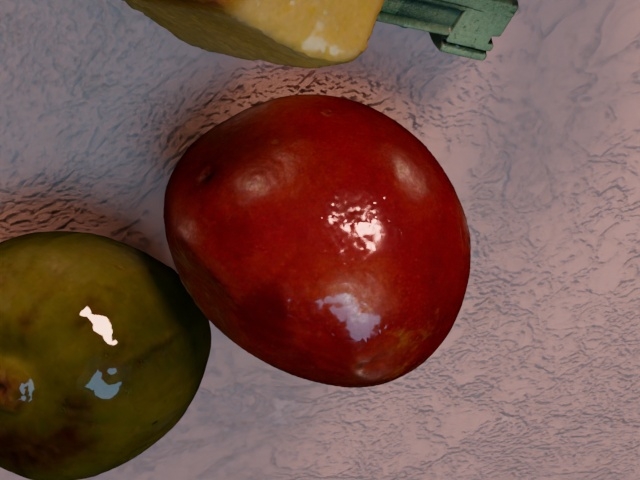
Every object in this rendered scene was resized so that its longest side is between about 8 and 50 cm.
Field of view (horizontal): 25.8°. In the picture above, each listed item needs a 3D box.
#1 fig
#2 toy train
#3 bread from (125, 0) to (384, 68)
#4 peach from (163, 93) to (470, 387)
[{"bbox_3d":[-0.187,0.081,1.110,0.225,0.203,0.203,-33,159,-56],"label":"fig"},{"bbox_3d":[0.070,-0.194,1.006,0.170,0.071,0.111,8,136,-25],"label":"toy train"},{"bbox_3d":[-0.045,-0.315,0.862,0.233,0.245,0.362,24,90,-33],"label":"bread"},{"bbox_3d":[0.000,0.000,1.049,0.243,0.243,0.199,16,118,-31],"label":"peach"}]
